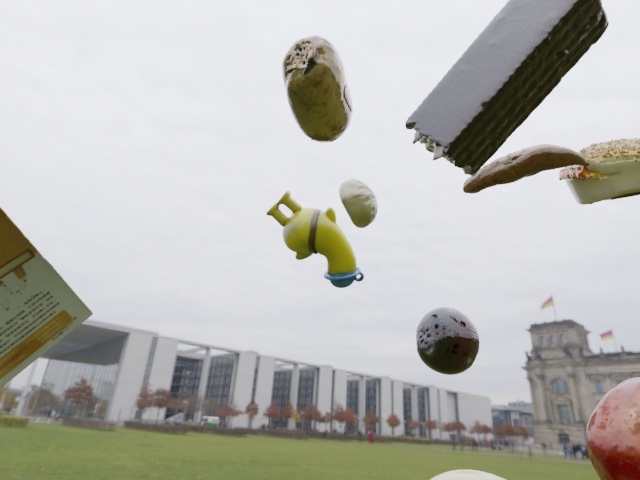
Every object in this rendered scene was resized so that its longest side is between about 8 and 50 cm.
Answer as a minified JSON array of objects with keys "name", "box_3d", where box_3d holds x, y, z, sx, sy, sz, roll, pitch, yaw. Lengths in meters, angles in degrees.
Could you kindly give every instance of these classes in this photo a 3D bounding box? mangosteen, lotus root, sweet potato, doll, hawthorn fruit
[{"name":"mangosteen","box_3d":[0.422,0.333,1.349,0.217,0.215,0.216,3,-25,1]},{"name":"lotus root","box_3d":[-0.003,-0.323,0.931,0.146,0.159,0.284,1,-18,17]},{"name":"sweet potato","box_3d":[0.607,-0.229,1.267,0.355,0.106,0.095,-13,-17,36]},{"name":"doll","box_3d":[0.000,0.000,1.278,0.363,0.145,0.199,43,-70,-5]},{"name":"hawthorn fruit","box_3d":[0.519,0.331,0.640,0.253,0.205,0.205,-38,-19,-16]}]

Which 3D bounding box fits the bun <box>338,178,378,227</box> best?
[{"name":"bun","box_3d":[0.153,-0.155,1.615,0.128,0.193,0.178,-27,-50,10]}]

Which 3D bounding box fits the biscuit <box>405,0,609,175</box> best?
[{"name":"biscuit","box_3d":[0.221,-0.200,0.522,0.070,0.106,0.252,31,-75,-37]}]

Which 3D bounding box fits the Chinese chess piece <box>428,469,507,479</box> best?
[{"name":"Chinese chess piece","box_3d":[0.222,0.469,0.569,0.112,0.269,0.270,18,-28,-30]}]

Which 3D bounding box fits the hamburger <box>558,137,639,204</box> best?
[{"name":"hamburger","box_3d":[0.882,-0.214,1.232,0.295,0.178,0.276,-11,2,22]}]

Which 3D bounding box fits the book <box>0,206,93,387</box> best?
[{"name":"book","box_3d":[-0.482,0.098,0.590,0.020,0.208,0.295,28,-34,24]}]
